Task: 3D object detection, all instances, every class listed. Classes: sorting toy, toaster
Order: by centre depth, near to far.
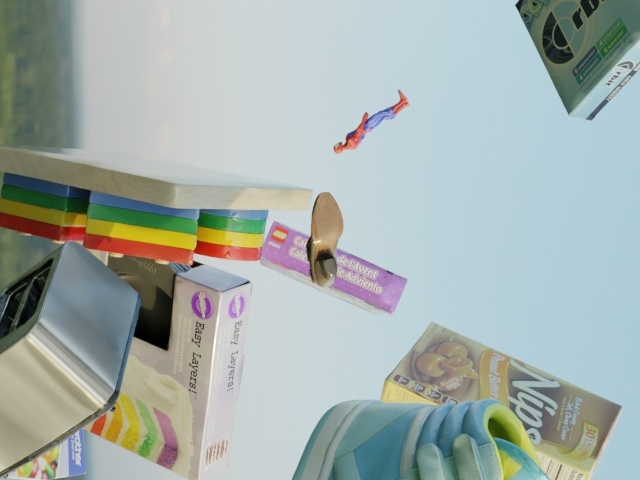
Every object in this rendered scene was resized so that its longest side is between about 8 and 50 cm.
[{"bbox_3d":[-0.258,0.111,1.231,0.110,0.168,0.185,47,24,-24],"label":"toaster"},{"bbox_3d":[-0.183,-0.034,1.462,0.257,0.255,0.089,-1,101,-60],"label":"sorting toy"}]

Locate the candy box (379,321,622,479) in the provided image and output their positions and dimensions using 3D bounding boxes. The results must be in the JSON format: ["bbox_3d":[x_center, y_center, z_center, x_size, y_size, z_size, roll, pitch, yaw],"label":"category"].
[{"bbox_3d":[0.261,0.253,2.047,0.183,0.316,0.087,-45,154,-52],"label":"candy box"}]

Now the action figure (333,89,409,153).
[{"bbox_3d":[0.063,-0.151,1.816,0.030,0.115,0.038,49,-1,8],"label":"action figure"}]

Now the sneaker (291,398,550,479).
[{"bbox_3d":[0.060,0.234,0.985,0.127,0.208,0.319,48,45,-32],"label":"sneaker"}]

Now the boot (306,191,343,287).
[{"bbox_3d":[0.000,0.000,1.742,0.087,0.042,0.118,179,-91,-78],"label":"boot"}]

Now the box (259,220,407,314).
[{"bbox_3d":[0.012,0.044,2.022,0.293,0.201,0.057,129,-16,-86],"label":"box"}]

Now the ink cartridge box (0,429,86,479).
[{"bbox_3d":[-0.443,0.266,2.077,0.311,0.065,0.185,6,78,-60],"label":"ink cartridge box"}]

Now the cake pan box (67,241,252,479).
[{"bbox_3d":[-0.208,0.130,1.704,0.070,0.246,0.266,-21,126,-55],"label":"cake pan box"}]

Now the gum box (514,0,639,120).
[{"bbox_3d":[0.316,-0.260,1.631,0.157,0.041,0.184,-50,-135,40],"label":"gum box"}]
